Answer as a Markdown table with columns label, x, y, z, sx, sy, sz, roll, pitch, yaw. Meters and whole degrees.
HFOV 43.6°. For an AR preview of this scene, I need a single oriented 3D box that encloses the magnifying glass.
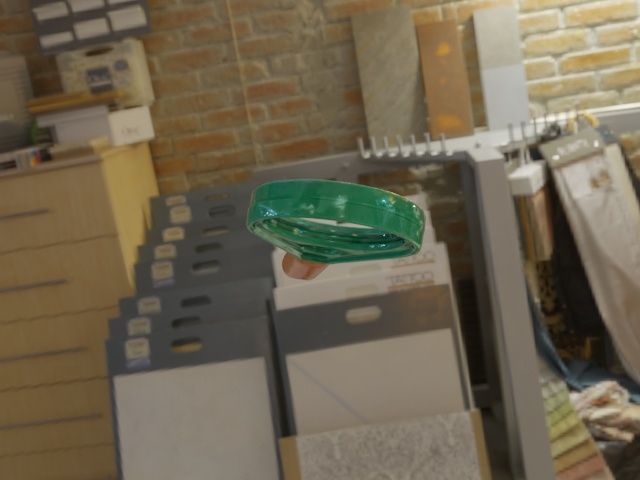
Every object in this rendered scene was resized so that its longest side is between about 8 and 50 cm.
| label | x | y | z | sx | sy | sz | roll | pitch | yaw |
| --- | --- | --- | --- | --- | --- | --- | --- | --- | --- |
| magnifying glass | 0.000 | 0.000 | 0.479 | 0.092 | 0.026 | 0.231 | 9 | -12 | -6 |
